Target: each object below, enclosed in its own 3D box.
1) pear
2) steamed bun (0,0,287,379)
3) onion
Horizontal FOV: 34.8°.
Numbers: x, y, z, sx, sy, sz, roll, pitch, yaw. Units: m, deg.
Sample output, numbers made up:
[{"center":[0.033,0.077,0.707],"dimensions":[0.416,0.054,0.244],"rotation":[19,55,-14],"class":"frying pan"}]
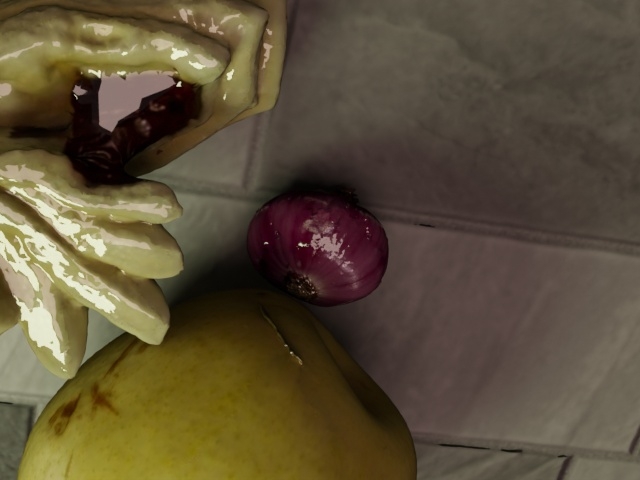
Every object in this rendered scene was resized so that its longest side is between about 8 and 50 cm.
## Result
[{"center":[-0.073,0.188,0.787],"dimensions":[0.309,0.309,0.309],"rotation":[-4,119,-6],"class":"pear"},{"center":[-0.223,-0.046,0.701],"dimensions":[0.428,0.189,0.247],"rotation":[-7,121,-5],"class":"steamed bun"},{"center":[0.000,0.000,0.815],"dimensions":[0.115,0.115,0.104],"rotation":[35,64,-23],"class":"onion"}]
